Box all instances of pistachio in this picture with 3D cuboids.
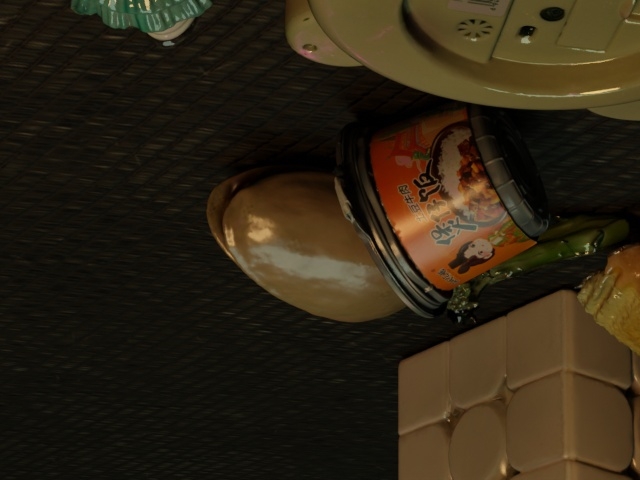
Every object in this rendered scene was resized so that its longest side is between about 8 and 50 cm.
[{"bbox_3d":[0.000,0.000,1.405,0.206,0.131,0.129,15,177,-19],"label":"pistachio"}]

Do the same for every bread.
[{"bbox_3d":[0.354,0.035,1.504,0.169,0.160,0.140,37,150,6],"label":"bread"}]

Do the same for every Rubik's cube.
[{"bbox_3d":[0.281,0.258,1.750,0.292,0.291,0.290,17,151,-30],"label":"Rubik's cube"}]

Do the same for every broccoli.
[{"bbox_3d":[0.186,0.006,1.469,0.204,0.118,0.122,-10,126,-11],"label":"broccoli"}]

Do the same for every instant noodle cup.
[{"bbox_3d":[0.110,-0.039,1.295,0.126,0.177,0.208,-24,178,20],"label":"instant noodle cup"}]

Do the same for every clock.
[{"bbox_3d":[0.139,-0.187,1.034,0.310,0.114,0.284,6,156,-4],"label":"clock"}]

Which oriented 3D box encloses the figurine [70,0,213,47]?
[{"bbox_3d":[-0.138,-0.209,1.015,0.138,0.110,0.245,23,163,11],"label":"figurine"}]
